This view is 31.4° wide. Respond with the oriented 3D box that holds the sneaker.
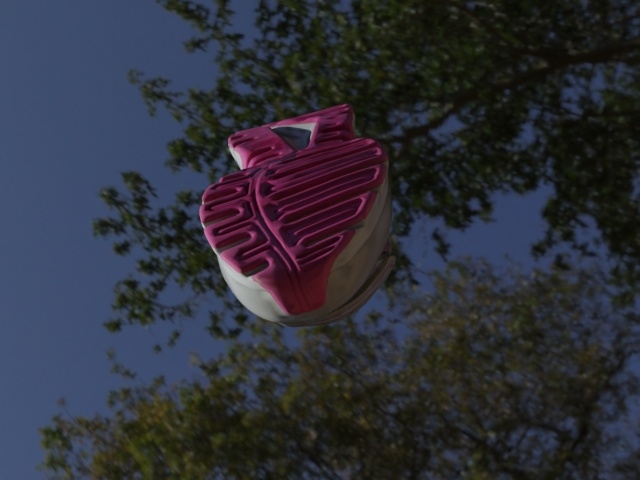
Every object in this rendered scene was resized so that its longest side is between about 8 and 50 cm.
[{"bbox_3d":[0.000,0.000,0.650,0.103,0.252,0.111,-14,-73,7],"label":"sneaker"}]
